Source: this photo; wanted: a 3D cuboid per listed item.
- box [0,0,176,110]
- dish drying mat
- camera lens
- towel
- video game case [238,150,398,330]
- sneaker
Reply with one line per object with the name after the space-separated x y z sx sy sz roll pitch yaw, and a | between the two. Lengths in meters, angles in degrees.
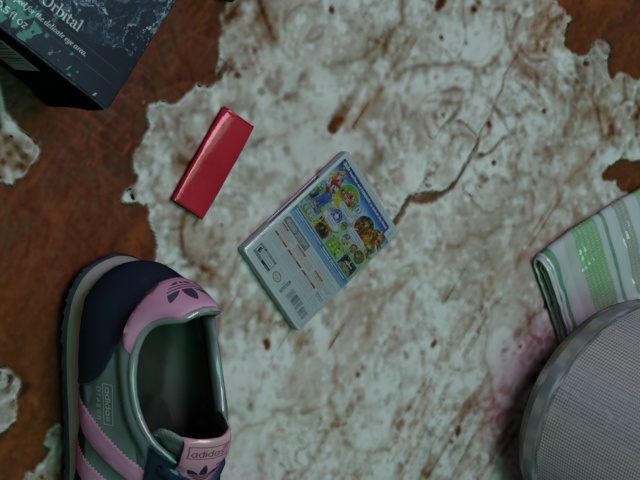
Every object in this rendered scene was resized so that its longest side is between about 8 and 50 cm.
-0.183 -0.198 1.330 0.156 0.093 0.158 38 74 -31 | box
-0.082 -0.059 1.468 0.032 0.008 0.083 35 78 -31 | dish drying mat
0.319 0.186 1.596 0.219 0.274 0.219 -17 120 -33 | camera lens
0.261 0.027 1.699 0.152 0.023 0.113 -31 113 -26 | towel
0.000 0.000 1.529 0.122 0.011 0.087 -44 117 -21 | video game case
-0.117 0.174 1.402 0.112 0.131 0.319 -15 106 -35 | sneaker
